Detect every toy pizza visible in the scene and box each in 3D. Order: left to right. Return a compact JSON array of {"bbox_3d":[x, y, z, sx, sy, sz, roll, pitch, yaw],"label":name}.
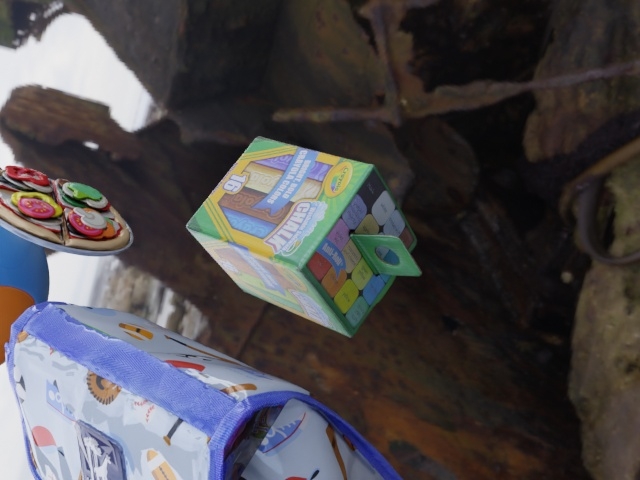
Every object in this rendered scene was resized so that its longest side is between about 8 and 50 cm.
[{"bbox_3d":[-0.322,-0.043,1.060,0.032,0.201,0.201,-63,17,16],"label":"toy pizza"}]

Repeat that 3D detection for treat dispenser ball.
[{"bbox_3d":[-0.538,0.061,1.234,0.288,0.288,0.288,-166,90,-76],"label":"treat dispenser ball"}]

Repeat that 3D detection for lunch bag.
[{"bbox_3d":[-0.125,0.229,0.913,0.239,0.328,0.385,-55,-39,-22],"label":"lunch bag"}]

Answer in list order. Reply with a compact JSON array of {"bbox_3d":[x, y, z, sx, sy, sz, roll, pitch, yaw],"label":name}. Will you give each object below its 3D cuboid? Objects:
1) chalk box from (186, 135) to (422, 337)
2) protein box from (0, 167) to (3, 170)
[{"bbox_3d":[0.000,0.000,1.182,0.289,0.180,0.179,20,65,40],"label":"chalk box"},{"bbox_3d":[-0.704,-0.135,1.512,0.136,0.200,0.201,-61,-37,-26],"label":"protein box"}]
